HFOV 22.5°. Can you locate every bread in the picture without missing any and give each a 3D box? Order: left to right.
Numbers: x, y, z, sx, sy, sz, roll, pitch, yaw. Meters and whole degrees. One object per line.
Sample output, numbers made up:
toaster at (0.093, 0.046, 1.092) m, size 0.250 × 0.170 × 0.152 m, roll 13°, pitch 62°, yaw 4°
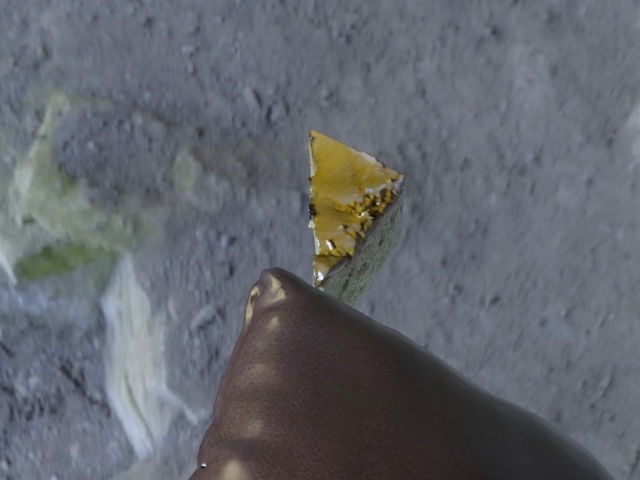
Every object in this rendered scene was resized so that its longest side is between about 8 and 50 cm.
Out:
bread at (0.000, 0.000, 1.070) m, size 0.080 × 0.084 × 0.109 m, roll 24°, pitch 55°, yaw 21°

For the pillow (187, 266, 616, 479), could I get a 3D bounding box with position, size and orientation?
pillow at (0.050, 0.186, 0.482) m, size 0.305 × 0.108 × 0.308 m, roll 35°, pitch 51°, yaw -5°
